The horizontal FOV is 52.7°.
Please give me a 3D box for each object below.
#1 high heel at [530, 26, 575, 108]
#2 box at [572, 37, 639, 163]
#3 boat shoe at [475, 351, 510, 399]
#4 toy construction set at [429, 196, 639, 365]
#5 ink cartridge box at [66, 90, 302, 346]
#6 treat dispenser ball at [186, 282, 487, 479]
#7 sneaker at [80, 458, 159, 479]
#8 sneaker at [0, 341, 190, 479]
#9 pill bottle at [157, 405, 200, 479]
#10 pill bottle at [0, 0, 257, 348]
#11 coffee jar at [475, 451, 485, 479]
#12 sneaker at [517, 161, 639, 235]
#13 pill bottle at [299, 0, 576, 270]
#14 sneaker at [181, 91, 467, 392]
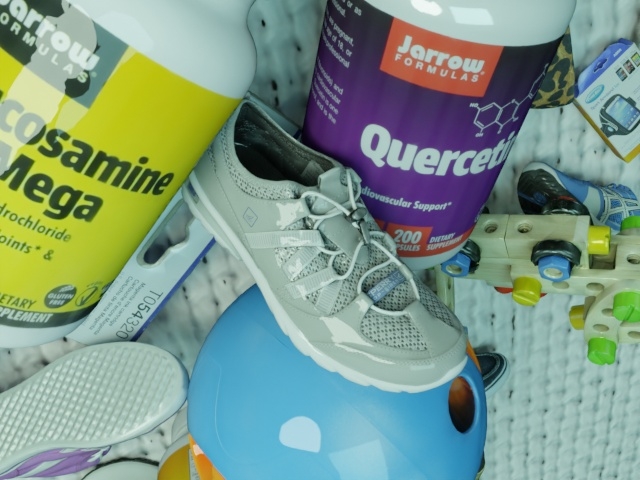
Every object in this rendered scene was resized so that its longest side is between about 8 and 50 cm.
[{"bbox_3d":[0.233,-0.248,0.591,0.186,0.093,0.261,25,126,-21],"label":"high heel"},{"bbox_3d":[0.334,-0.158,0.716,0.136,0.028,0.081,38,105,-27],"label":"box"},{"bbox_3d":[0.156,0.179,0.843,0.183,0.065,0.083,-25,124,2],"label":"boat shoe"},{"bbox_3d":[0.235,0.056,0.731,0.327,0.151,0.215,-10,138,19],"label":"toy construction set"},{"bbox_3d":[-0.242,-0.076,0.590,0.330,0.071,0.324,32,108,-31],"label":"ink cartridge box"},{"bbox_3d":[0.015,0.162,0.632,0.288,0.288,0.288,-7,121,-11],"label":"treat dispenser ball"},{"bbox_3d":[-0.115,0.467,0.827,0.447,0.257,0.169,28,109,-27],"label":"sneaker"},{"bbox_3d":[-0.246,0.191,0.707,0.282,0.102,0.161,-19,154,13],"label":"sneaker"},{"bbox_3d":[-0.117,0.301,0.736,0.136,0.246,0.136,-6,121,-11],"label":"pill bottle"},{"bbox_3d":[-0.165,-0.104,0.441,0.188,0.188,0.334,30,108,-27],"label":"pill bottle"},{"bbox_3d":[0.188,0.354,0.946,0.096,0.079,0.184,-9,122,-7],"label":"coffee jar"},{"bbox_3d":[0.317,-0.037,0.765,0.211,0.080,0.081,32,76,-23],"label":"sneaker"},{"bbox_3d":[0.085,-0.138,0.532,0.181,0.181,0.323,0,135,-14],"label":"pill bottle"},{"bbox_3d":[0.000,0.000,0.489,0.105,0.281,0.115,-38,163,-41],"label":"sneaker"}]
